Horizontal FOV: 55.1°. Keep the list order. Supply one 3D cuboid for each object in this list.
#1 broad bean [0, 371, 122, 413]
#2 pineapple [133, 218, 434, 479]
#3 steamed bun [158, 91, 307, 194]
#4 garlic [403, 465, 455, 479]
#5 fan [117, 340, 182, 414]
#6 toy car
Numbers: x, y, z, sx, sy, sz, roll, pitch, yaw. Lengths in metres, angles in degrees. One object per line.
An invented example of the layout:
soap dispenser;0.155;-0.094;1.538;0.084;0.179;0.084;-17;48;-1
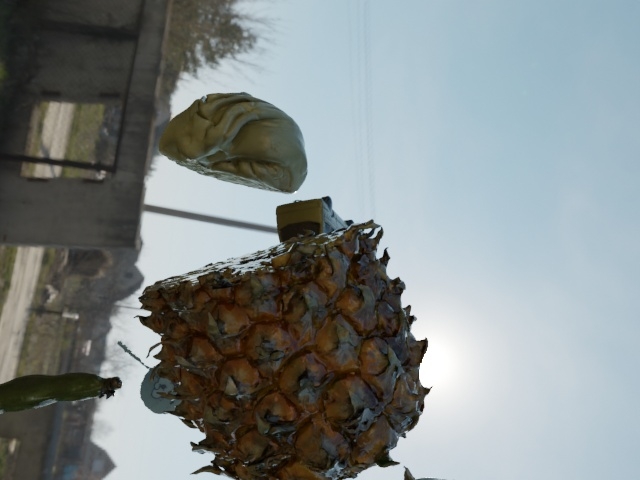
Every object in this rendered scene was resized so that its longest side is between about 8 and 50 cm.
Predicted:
broad bean;-0.402;0.206;0.816;0.060;0.298;0.043;-98;177;-68
pineapple;-0.036;0.142;0.765;0.299;0.353;0.352;69;-23;2
steamed bun;-0.175;-0.230;1.359;0.289;0.276;0.203;14;-93;36
garlic;0.200;0.460;1.107;0.113;0.094;0.074;-163;-97;-69
fan;-0.514;0.411;1.903;0.190;0.329;0.009;-50;-150;-15
toy car;0.000;0.000;1.219;0.257;0.101;0.124;39;45;-66
